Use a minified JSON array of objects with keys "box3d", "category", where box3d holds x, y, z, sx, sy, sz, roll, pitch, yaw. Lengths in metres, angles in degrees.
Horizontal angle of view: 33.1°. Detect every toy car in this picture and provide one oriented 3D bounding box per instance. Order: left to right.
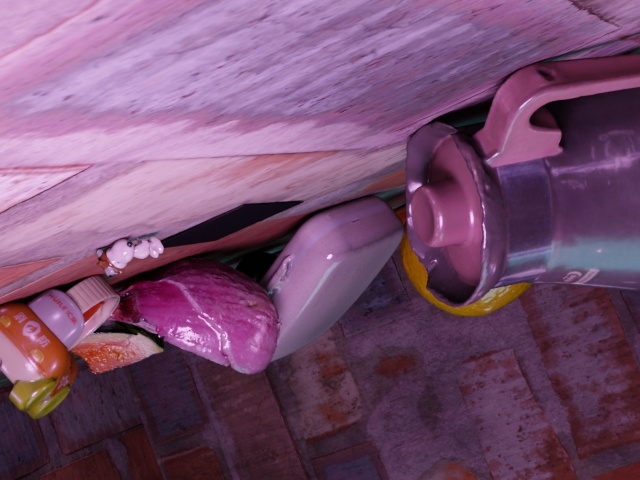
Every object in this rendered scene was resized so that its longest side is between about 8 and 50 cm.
[{"box3d":[-0.394,0.134,1.586,0.235,0.145,0.235,-44,174,-6],"category":"toy car"}]

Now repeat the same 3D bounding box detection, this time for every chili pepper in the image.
[{"box3d":[-0.109,0.109,2.344,0.165,0.173,0.261,0,-168,9],"category":"chili pepper"}]

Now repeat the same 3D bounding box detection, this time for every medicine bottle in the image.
[{"box3d":[-0.008,0.079,2.037,0.282,0.123,0.375,-22,155,-48],"category":"medicine bottle"}]

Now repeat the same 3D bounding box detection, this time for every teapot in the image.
[{"box3d":[0.301,-0.081,1.358,0.362,0.305,0.376,-13,145,-19],"category":"teapot"}]

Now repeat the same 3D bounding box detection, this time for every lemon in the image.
[{"box3d":[0.321,0.009,2.284,0.336,0.336,0.336,-21,176,-1],"category":"lemon"}]

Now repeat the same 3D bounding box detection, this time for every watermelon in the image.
[{"box3d":[-0.390,0.156,1.911,0.193,0.137,0.145,17,155,32],"category":"watermelon"}]

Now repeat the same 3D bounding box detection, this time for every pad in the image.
[{"box3d":[-0.137,-0.023,1.585,0.170,0.006,0.245,-24,176,19],"category":"pad"}]

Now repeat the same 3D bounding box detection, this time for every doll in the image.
[{"box3d":[-0.241,0.016,1.350,0.058,0.040,0.085,-34,171,21],"category":"doll"}]

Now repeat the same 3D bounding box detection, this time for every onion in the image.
[{"box3d":[-0.227,0.100,1.839,0.349,0.159,0.267,23,177,-32],"category":"onion"}]

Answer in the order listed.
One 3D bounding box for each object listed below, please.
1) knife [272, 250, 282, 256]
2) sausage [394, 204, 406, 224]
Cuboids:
[{"box3d":[0.000,0.000,2.507,0.343,0.027,0.061,-22,180,17],"category":"knife"},{"box3d":[0.223,-0.067,2.574,0.053,0.053,0.348,-19,176,-31],"category":"sausage"}]
